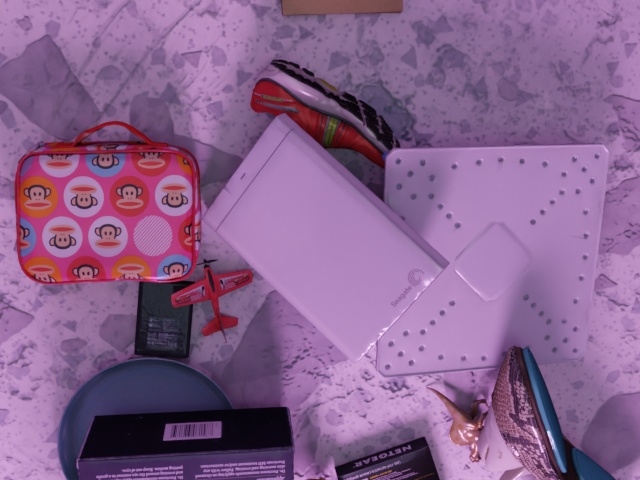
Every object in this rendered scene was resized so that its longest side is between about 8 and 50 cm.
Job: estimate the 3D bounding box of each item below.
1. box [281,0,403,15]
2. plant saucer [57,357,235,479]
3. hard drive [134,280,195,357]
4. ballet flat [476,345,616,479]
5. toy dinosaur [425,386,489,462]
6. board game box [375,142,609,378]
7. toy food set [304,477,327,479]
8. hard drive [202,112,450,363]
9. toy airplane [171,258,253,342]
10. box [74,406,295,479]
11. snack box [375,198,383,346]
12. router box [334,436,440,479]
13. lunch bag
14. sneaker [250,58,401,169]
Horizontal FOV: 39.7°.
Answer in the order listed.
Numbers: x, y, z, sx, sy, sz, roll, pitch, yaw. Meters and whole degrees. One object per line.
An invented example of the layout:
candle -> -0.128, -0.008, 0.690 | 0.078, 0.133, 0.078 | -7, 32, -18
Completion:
box -> 0.033, -0.450, 1.434 | 0.201, 0.021, 0.164 | -3, 102, -6
plant saucer -> -0.298, 0.351, 1.562 | 0.317, 0.044, 0.318 | -1, 102, -6
hard drive -> -0.269, 0.133, 1.527 | 0.094, 0.022, 0.135 | 5, 102, -7
ballet flat -> 0.388, 0.391, 1.562 | 0.182, 0.164, 0.483 | -26, 119, 21
toy dinosaur -> 0.271, 0.331, 1.612 | 0.092, 0.053, 0.183 | -30, 104, 2
board game box -> 0.281, 0.030, 1.492 | 0.390, 0.050, 0.390 | -3, 107, -14
toy food set -> -0.005, 0.527, 1.582 | 0.104, 0.111, 0.232 | -10, 98, 30
hard drive -> 0.000, 0.000, 1.423 | 0.353, 0.047, 0.233 | 43, 116, 6
toy airplane -> -0.180, 0.103, 1.523 | 0.151, 0.028, 0.151 | -3, 98, -24
box -> -0.214, 0.461, 1.481 | 0.343, 0.179, 0.312 | -1, 101, -6
snack box -> 0.159, 0.035, 1.531 | 0.187, 0.060, 0.322 | 26, 98, -13
router box -> 0.131, 0.454, 1.627 | 0.179, 0.046, 0.133 | -18, 103, -2
lunch bag -> -0.340, -0.063, 1.428 | 0.293, 0.120, 0.258 | 1, 101, -6
sneaker -> 0.011, -0.188, 1.464 | 0.279, 0.107, 0.118 | 32, 116, -8
